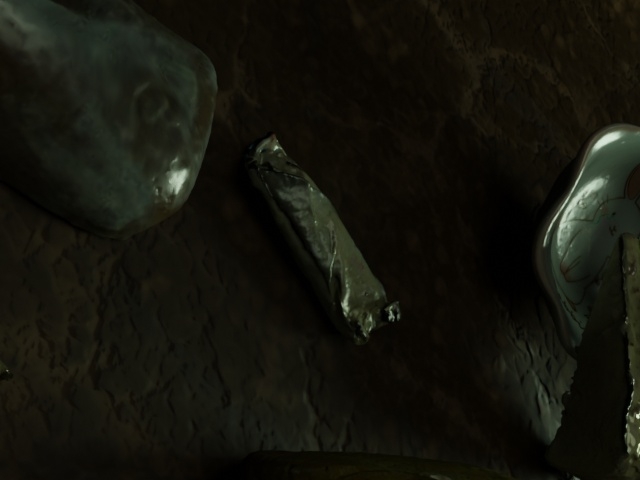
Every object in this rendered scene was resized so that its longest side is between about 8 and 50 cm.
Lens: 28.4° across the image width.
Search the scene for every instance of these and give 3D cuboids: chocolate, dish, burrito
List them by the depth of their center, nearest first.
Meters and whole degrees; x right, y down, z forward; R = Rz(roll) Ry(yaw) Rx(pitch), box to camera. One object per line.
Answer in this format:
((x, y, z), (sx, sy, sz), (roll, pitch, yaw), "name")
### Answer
((-0.158, -0.114, 0.774), (0.254, 0.080, 0.157), (35, 52, -33), "chocolate")
((-0.001, 0.000, 0.925), (0.051, 0.042, 0.171), (-44, 110, -43), "burrito")
((0.254, -0.002, 1.135), (0.229, 0.081, 0.229), (-8, 105, -32), "dish")

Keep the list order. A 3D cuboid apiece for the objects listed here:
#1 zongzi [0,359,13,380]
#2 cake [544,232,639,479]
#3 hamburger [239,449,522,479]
((-0.246, 0.084, 0.601), (0.197, 0.099, 0.194), (44, 47, -36), "zongzi")
((0.272, 0.112, 1.052), (0.086, 0.117, 0.220), (23, 89, -29), "cake")
((0.046, 0.195, 0.795), (0.215, 0.189, 0.122), (11, 77, -46), "hamburger")
